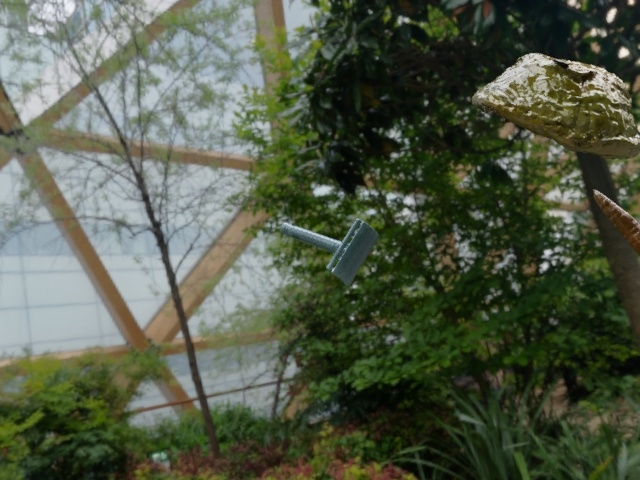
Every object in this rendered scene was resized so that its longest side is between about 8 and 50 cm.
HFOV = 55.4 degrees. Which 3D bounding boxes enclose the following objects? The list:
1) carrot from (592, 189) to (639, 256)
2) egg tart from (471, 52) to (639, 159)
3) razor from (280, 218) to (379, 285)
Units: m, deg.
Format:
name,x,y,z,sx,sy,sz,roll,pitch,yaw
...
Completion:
name,x,y,z,sx,sy,sz,roll,pitch,yaw
carrot,0.483,0.001,0.912,0.048,0.216,0.048,-26,-27,-15
egg tart,0.467,-0.262,1.163,0.351,0.153,0.339,11,23,-8
razor,0.000,0.000,1.136,0.068,0.106,0.232,40,-12,-37
